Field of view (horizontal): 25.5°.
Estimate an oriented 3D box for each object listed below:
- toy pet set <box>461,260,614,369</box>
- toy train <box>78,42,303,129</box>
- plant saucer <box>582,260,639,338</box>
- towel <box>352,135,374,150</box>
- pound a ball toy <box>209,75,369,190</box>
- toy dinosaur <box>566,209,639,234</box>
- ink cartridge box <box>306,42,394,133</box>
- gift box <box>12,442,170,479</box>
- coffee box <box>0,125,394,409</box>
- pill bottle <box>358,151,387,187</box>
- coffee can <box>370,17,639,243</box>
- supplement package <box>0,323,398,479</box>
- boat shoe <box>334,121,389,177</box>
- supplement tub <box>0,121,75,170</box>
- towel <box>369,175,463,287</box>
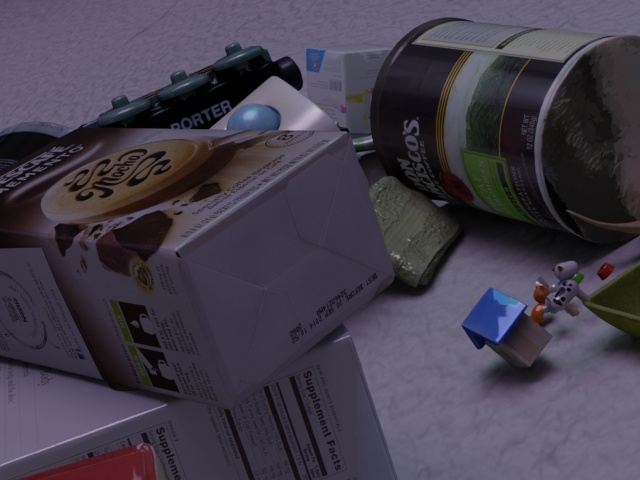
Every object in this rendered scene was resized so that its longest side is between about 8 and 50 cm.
[{"bbox_3d":[0.176,0.050,1.211,0.114,0.065,0.122,-51,2,-12],"label":"toy pet set"},{"bbox_3d":[-0.187,-0.168,1.963,0.334,0.142,0.190,-27,12,-17],"label":"toy train"},{"bbox_3d":[0.349,0.045,1.168,0.188,0.045,0.188,-30,25,-26],"label":"plant saucer"},{"bbox_3d":[0.017,-0.108,1.598,0.152,0.023,0.113,-8,1,2],"label":"towel"},{"bbox_3d":[-0.144,-0.031,1.375,0.319,0.136,0.208,-40,45,-9],"label":"pound a ball toy"},{"bbox_3d":[0.327,-0.015,1.318,0.183,0.053,0.092,-10,10,-25],"label":"toy dinosaur"},{"bbox_3d":[0.044,-0.173,1.794,0.090,0.143,0.092,-10,16,-31],"label":"ink cartridge box"},{"bbox_3d":[-0.145,0.301,0.689,0.255,0.258,0.276,-14,42,6],"label":"gift box"},{"bbox_3d":[-0.122,0.006,0.988,0.297,0.119,0.168,5,32,44],"label":"coffee box"},{"bbox_3d":[0.011,-0.052,1.601,0.137,0.078,0.078,-17,22,3],"label":"pill bottle"},{"bbox_3d":[0.210,-0.120,1.446,0.201,0.201,0.275,-29,25,-25],"label":"coffee can"},{"bbox_3d":[-0.094,0.159,1.032,0.263,0.198,0.199,-20,22,-5],"label":"supplement package"},{"bbox_3d":[-0.008,-0.096,1.688,0.319,0.099,0.116,-14,21,7],"label":"boat shoe"},{"bbox_3d":[-0.353,0.006,1.588,0.194,0.193,0.316,-11,23,16],"label":"supplement tub"},{"bbox_3d":[0.082,-0.013,1.450,0.110,0.027,0.148,30,34,8],"label":"towel"}]
